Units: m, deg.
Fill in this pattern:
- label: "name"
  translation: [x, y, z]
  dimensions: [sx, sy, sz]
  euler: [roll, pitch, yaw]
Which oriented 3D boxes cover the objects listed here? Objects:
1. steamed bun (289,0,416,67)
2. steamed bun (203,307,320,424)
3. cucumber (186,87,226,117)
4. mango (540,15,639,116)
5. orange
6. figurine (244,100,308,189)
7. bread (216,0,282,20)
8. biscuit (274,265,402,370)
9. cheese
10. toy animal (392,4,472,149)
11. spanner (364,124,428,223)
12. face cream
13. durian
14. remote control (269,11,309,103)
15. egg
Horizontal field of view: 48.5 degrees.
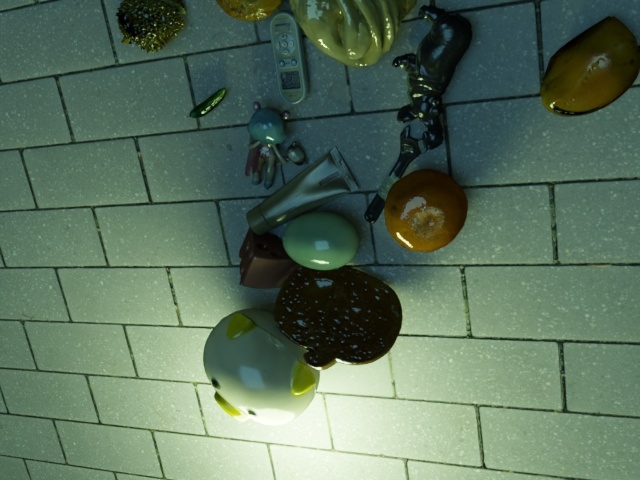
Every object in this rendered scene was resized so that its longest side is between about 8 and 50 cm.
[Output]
- label: "steamed bun"
  translation: [0.063, -0.608, 1.714]
  dimensions: [0.325, 0.230, 0.372]
  euler: [33, 122, 13]
- label: "steamed bun"
  translation: [-0.180, 0.383, 2.165]
  dimensions: [0.374, 0.334, 0.333]
  euler: [36, 120, 6]
- label: "cucumber"
  translation: [-0.329, -0.397, 2.082]
  dimensions: [0.168, 0.039, 0.039]
  euler: [-31, 95, 29]
- label: "mango"
  translation: [0.609, -0.375, 1.606]
  dimensions: [0.236, 0.136, 0.166]
  euler: [-32, 99, 37]
- label: "orange"
  translation: [0.274, -0.081, 1.857]
  dimensions: [0.224, 0.170, 0.224]
  euler: [1, 117, 2]
- label: "figurine"
  translation: [-0.139, -0.253, 2.016]
  dimensions: [0.205, 0.103, 0.260]
  euler: [24, 128, 16]
- label: "bread"
  translation: [-0.181, -0.690, 1.838]
  dimensions: [0.240, 0.139, 0.239]
  euler: [9, 113, 22]
- label: "biscuit"
  translation: [0.046, 0.227, 2.054]
  dimensions: [0.368, 0.063, 0.314]
  euler: [20, 80, 10]
- label: "cheese"
  translation: [-0.144, 0.066, 2.146]
  dimensions: [0.177, 0.203, 0.128]
  euler: [17, 116, -17]
- label: "toy animal"
  translation: [0.265, -0.406, 1.769]
  dimensions: [0.169, 0.106, 0.343]
  euler: [21, 120, 18]
- label: "spanner"
  translation: [0.198, -0.175, 1.940]
  dimensions: [0.087, 0.024, 0.315]
  euler: [36, 122, 10]
- label: "face cream"
  translation: [-0.061, -0.127, 2.050]
  dimensions: [0.341, 0.084, 0.137]
  euler: [-29, 86, 24]
- label: "durian"
  translation: [-0.511, -0.625, 2.018]
  dimensions: [0.237, 0.138, 0.193]
  euler: [-33, 94, 32]
- label: "remote control"
  translation: [-0.083, -0.494, 1.927]
  dimensions: [0.087, 0.047, 0.244]
  euler: [0, 109, 21]
- label: "egg"
  translation: [0.000, 0.000, 2.013]
  dimensions: [0.231, 0.168, 0.167]
  euler: [2, 111, 27]
